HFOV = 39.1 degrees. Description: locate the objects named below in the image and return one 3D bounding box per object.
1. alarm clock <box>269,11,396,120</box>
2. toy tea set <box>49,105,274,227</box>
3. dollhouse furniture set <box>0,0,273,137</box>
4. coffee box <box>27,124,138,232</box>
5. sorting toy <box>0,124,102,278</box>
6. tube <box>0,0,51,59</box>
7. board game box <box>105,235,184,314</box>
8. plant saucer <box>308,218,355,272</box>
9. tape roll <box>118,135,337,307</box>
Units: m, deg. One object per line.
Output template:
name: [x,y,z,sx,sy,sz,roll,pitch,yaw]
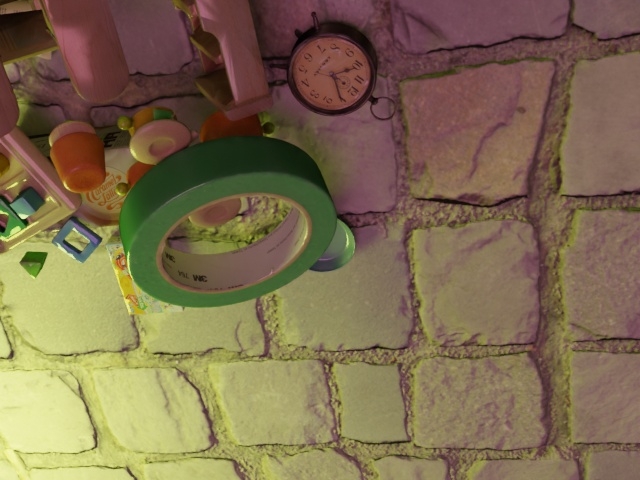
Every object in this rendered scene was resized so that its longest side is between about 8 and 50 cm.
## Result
alarm clock: [0.033,-0.239,1.318,0.192,0.064,0.129,37,120,-14]
toy tea set: [-0.230,-0.139,1.331,0.336,0.124,0.200,13,133,-44]
dollhouse furniture set: [-0.296,-0.256,1.189,0.394,0.362,0.256,-21,121,-14]
coffee box: [-0.378,-0.100,1.444,0.247,0.098,0.141,-5,122,11]
sorting toy: [-0.498,-0.075,1.388,0.196,0.047,0.347,-28,115,24]
tube: [-0.517,-0.334,1.336,0.240,0.062,0.070,11,166,-5]
board game box: [-0.305,0.060,1.585,0.104,0.026,0.154,-5,123,10]
plant saucer: [0.000,0.000,1.508,0.120,0.021,0.119,3,124,5]
tape roll: [-0.138,-0.020,1.361,0.322,0.077,0.321,-15,146,-10]
